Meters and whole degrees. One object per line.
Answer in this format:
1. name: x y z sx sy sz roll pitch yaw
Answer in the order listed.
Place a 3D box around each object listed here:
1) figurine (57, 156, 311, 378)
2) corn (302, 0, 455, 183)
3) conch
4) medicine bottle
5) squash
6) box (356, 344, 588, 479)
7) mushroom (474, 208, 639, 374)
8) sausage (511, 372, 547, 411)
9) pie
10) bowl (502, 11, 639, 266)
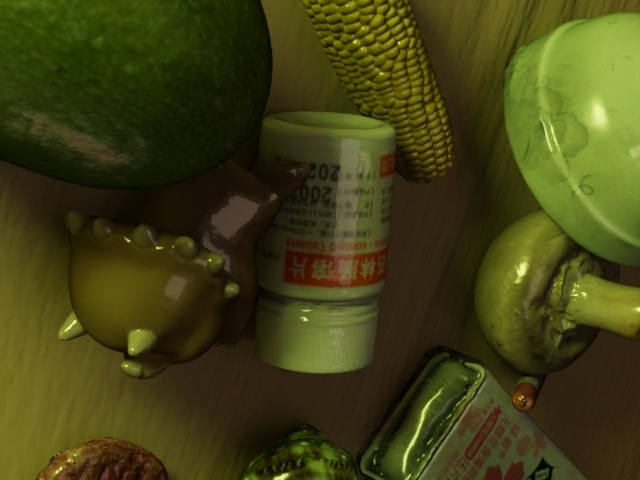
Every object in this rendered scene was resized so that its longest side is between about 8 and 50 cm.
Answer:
1. figurine: -0.141 -0.001 1.108 0.173 0.177 0.247 19 102 -58
2. corn: 0.061 -0.188 1.265 0.106 0.106 0.305 -41 127 -22
3. conch: -0.017 0.297 1.322 0.187 0.124 0.181 36 74 -34
4. medicine bottle: 0.000 0.000 1.243 0.145 0.144 0.252 -5 108 -37
5. squash: -0.155 -0.169 0.945 0.309 0.310 0.310 29 84 -31
6. box: 0.213 0.305 1.516 0.369 0.112 0.190 45 73 -38
7. mushroom: 0.299 0.069 1.451 0.207 0.215 0.207 -20 118 -43
8. sausage: 0.258 0.177 1.496 0.223 0.029 0.029 -18 119 -74
9. pie: -0.222 0.263 1.209 0.154 0.038 0.153 -14 113 -37
10. bowl: 0.374 -0.135 1.400 0.307 0.163 0.307 17 59 -31
